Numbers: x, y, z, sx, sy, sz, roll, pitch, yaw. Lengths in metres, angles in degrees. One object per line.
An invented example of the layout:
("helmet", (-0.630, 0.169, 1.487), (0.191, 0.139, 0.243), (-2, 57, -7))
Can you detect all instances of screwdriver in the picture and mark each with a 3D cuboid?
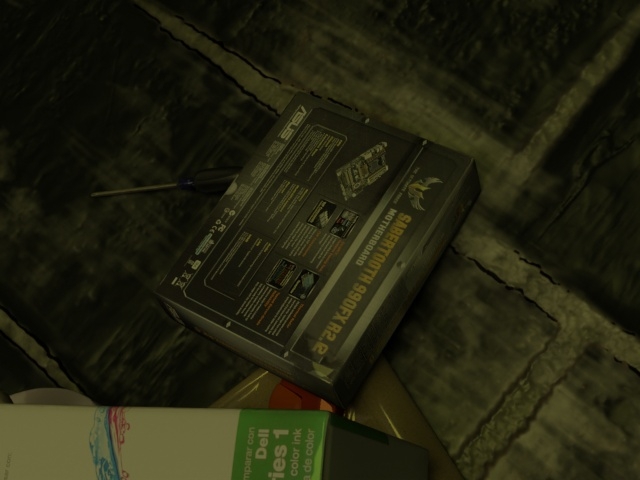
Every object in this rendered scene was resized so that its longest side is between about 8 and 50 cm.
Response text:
("screwdriver", (-0.144, -0.054, 1.080), (0.170, 0.024, 0.025), (-2, 41, 27))

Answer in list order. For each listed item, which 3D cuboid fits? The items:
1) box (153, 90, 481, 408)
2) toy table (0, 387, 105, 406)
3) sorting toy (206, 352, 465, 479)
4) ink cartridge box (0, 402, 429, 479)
("box", (0.000, 0.000, 0.959), (0.183, 0.056, 0.231), (24, 69, 25))
("toy table", (-0.319, 0.221, 0.966), (0.252, 0.161, 0.274), (41, 90, 28))
("sorting toy", (0.005, 0.233, 0.905), (0.229, 0.041, 0.307), (-36, 63, 5))
("ink cartridge box", (-0.086, 0.189, 0.826), (0.278, 0.201, 0.117), (-2, 73, 24))
